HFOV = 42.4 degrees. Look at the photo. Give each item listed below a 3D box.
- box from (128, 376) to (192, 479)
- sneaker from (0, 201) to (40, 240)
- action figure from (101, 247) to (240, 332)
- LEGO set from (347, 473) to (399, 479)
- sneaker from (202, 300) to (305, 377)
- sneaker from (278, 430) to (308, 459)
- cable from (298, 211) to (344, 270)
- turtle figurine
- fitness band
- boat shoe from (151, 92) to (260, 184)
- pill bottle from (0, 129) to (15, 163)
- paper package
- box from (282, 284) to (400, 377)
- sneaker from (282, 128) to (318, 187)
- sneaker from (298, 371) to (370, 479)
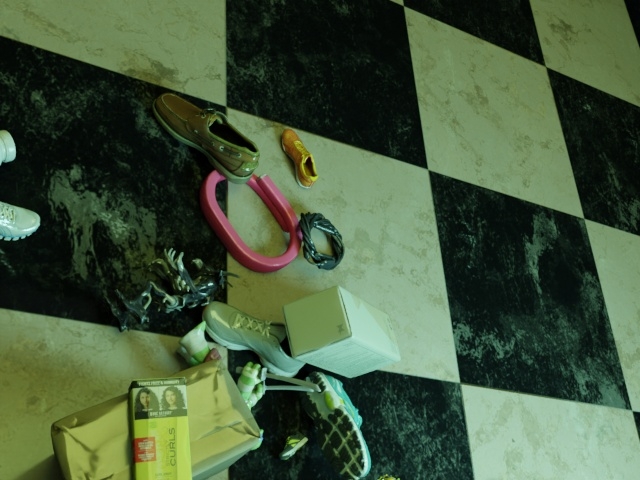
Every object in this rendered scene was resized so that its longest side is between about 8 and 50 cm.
[{"bbox_3d":[-0.241,0.327,1.241,0.087,0.058,0.232,1,67,-18],"label":"box"},{"bbox_3d":[-0.646,-0.052,1.630,0.190,0.083,0.071,5,59,-34],"label":"sneaker"},{"bbox_3d":[-0.310,0.089,1.734,0.275,0.164,0.141,-21,81,-36],"label":"action figure"},{"bbox_3d":[0.035,0.526,1.614,0.255,0.331,0.192,-32,83,-10],"label":"LEGO set"},{"bbox_3d":[-0.133,0.200,1.813,0.262,0.121,0.099,32,49,-15],"label":"sneaker"},{"bbox_3d":[-0.065,0.443,1.781,0.035,0.031,0.083,46,41,16],"label":"sneaker"},{"bbox_3d":[0.000,0.000,2.053,0.184,0.047,0.151,-2,68,-60],"label":"cable"},{"bbox_3d":[-0.158,0.275,1.706,0.266,0.274,0.198,50,13,6],"label":"turtle figurine"},{"bbox_3d":[-0.166,-0.057,1.993,0.209,0.054,0.291,-31,82,-42],"label":"fitness band"},{"bbox_3d":[-0.268,-0.272,1.987,0.307,0.104,0.111,37,43,5],"label":"boat shoe"},{"bbox_3d":[-0.702,-0.177,1.664,0.152,0.086,0.086,-22,77,-42],"label":"pill bottle"},{"bbox_3d":[-0.292,0.360,1.427,0.309,0.325,0.168,-19,74,-23],"label":"paper package"},{"bbox_3d":[0.052,0.209,1.826,0.311,0.148,0.121,37,35,-61],"label":"box"},{"bbox_3d":[-0.048,-0.224,2.168,0.064,0.067,0.175,-13,70,-38],"label":"sneaker"},{"bbox_3d":[0.052,0.397,1.802,0.110,0.107,0.275,20,30,-38],"label":"sneaker"}]
